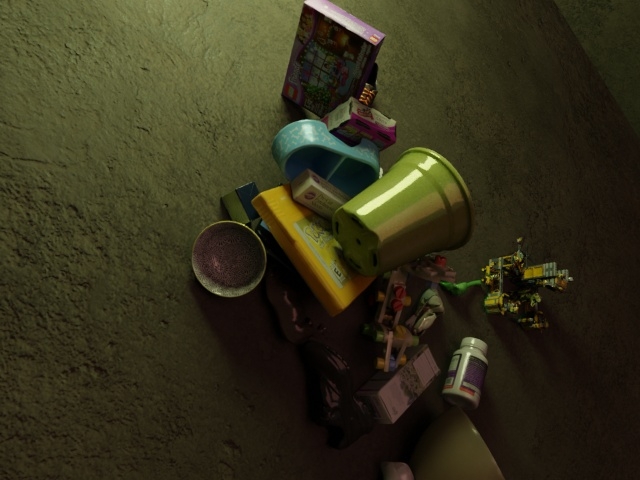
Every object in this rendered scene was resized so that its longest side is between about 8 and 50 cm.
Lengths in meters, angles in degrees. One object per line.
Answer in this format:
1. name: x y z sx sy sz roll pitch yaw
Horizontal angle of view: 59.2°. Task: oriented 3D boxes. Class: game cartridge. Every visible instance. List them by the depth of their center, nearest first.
1. game cartridge: 0.000 0.000 1.377 0.324 0.052 0.285 56 26 1

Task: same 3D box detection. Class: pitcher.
1. pitcher: 0.195 0.692 1.416 0.178 0.125 0.207 51 41 -35

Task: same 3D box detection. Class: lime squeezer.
1. lime squeezer: 0.413 0.106 1.769 0.310 0.058 0.110 31 61 -27

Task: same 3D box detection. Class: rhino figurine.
1. rhino figurine: -0.082 0.137 1.366 0.106 0.073 0.244 -20 83 -43

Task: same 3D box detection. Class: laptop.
1. laptop: -0.032 0.007 1.397 0.234 0.264 0.137 38 95 -23

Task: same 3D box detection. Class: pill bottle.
1. pill bottle: 0.438 0.393 1.679 0.108 0.108 0.194 40 58 -23

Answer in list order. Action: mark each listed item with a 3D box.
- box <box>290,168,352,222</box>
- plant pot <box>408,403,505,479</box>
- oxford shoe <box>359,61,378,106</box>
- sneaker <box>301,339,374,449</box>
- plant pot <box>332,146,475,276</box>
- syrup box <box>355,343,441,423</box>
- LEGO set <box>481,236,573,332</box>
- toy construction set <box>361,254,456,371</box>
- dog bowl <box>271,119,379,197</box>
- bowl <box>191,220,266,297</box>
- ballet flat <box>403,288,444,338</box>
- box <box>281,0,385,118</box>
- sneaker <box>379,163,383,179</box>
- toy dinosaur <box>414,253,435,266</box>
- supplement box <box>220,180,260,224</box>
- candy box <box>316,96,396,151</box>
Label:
1. box: 0.060 -0.075 1.445 0.324 0.067 0.063 30 33 -40
2. plant pot: 0.345 0.607 1.479 0.190 0.284 0.284 -27 97 -3
3. oxford shoe: 0.107 -0.409 1.638 0.096 0.098 0.272 26 63 -30
4. sneaker: 0.023 0.378 1.369 0.130 0.109 0.287 -32 96 -32
5. plant pot: 0.176 -0.047 1.344 0.253 0.276 0.276 -28 96 -24
6. syrup box: 0.211 0.382 1.514 0.236 0.096 0.093 -32 98 -38
7. LEGO set: 0.712 0.167 1.886 0.331 0.192 0.255 32 60 -31
8. toy construction set: 0.211 0.163 1.471 0.151 0.215 0.328 25 103 -16
9. dog bowl: 0.022 -0.192 1.404 0.297 0.166 0.074 15 45 -30
10. bowl: -0.199 0.038 1.279 0.080 0.170 0.170 -48 115 -82
11. ballet flat: 0.313 0.217 1.647 0.221 0.079 0.077 -45 105 -37
12. box: 0.022 -0.438 1.420 0.200 0.293 0.057 33 56 6
13. sneaker: 0.099 -0.161 1.581 0.106 0.078 0.234 47 57 -21
14. toy dinosaur: 0.224 -0.027 1.626 0.218 0.164 0.322 37 93 -7
15. supplement box: -0.182 -0.084 1.339 0.056 0.083 0.083 -29 96 -39
16. candy box: 0.064 -0.268 1.480 0.159 0.233 0.071 20 62 -34
